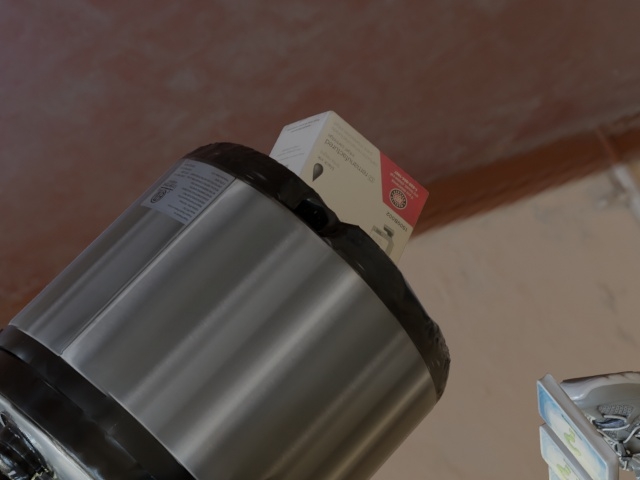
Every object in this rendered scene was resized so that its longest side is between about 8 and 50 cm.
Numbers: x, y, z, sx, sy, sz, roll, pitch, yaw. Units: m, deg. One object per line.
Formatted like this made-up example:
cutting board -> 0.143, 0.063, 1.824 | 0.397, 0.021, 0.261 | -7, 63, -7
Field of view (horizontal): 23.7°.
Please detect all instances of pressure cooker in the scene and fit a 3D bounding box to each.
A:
pressure cooker -> -0.133, 0.159, 1.484 | 0.420, 0.375, 0.370 | -46, 176, -18

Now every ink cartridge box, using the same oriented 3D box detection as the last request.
ink cartridge box -> 0.000, 0.000, 2.086 | 0.207, 0.283, 0.117 | 39, 150, -26

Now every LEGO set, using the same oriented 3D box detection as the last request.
LEGO set -> 0.204, 0.224, 0.985 | 0.060, 0.244, 0.182 | -31, 147, -11

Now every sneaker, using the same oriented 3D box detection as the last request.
sneaker -> 0.399, 0.237, 1.896 | 0.105, 0.115, 0.281 | -13, 152, 43
